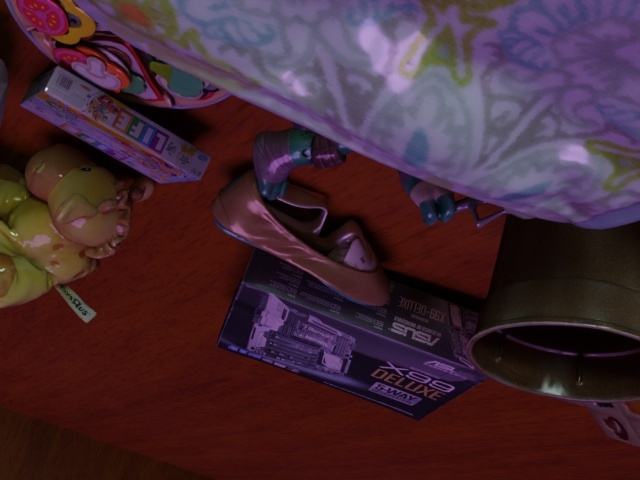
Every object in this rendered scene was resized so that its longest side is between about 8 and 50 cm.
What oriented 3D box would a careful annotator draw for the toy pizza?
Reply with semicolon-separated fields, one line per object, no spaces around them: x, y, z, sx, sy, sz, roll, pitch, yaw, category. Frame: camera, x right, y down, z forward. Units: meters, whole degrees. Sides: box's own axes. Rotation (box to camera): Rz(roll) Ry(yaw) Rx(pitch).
-0.153;-0.161;0.612;0.201;0.032;0.201;11;153;6;toy pizza

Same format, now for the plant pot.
0.217;0.030;0.658;0.167;0.165;0.167;12;153;6;plant pot

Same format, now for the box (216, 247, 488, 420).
0.036;0.119;0.991;0.308;0.076;0.242;21;153;-5;box

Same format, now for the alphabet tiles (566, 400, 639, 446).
0.330;0.140;0.809;0.285;0.011;0.343;51;158;-22;alphabet tiles

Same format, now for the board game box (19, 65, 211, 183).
-0.188;-0.101;0.718;0.154;0.026;0.103;30;167;-28;board game box

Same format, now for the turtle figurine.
0.075;-0.078;0.584;0.234;0.118;0.175;0;-169;28;turtle figurine

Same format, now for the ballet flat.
0.000;0.000;0.809;0.232;0.080;0.073;27;121;-28;ballet flat

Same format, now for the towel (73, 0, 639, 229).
0.100;-0.118;0.257;0.321;0.090;0.374;22;157;-23;towel

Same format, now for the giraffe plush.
-0.275;-0.024;0.817;0.210;0.181;0.170;38;124;-21;giraffe plush

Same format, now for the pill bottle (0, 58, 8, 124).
-0.431;-0.141;0.617;0.323;0.181;0.181;18;153;-9;pill bottle
